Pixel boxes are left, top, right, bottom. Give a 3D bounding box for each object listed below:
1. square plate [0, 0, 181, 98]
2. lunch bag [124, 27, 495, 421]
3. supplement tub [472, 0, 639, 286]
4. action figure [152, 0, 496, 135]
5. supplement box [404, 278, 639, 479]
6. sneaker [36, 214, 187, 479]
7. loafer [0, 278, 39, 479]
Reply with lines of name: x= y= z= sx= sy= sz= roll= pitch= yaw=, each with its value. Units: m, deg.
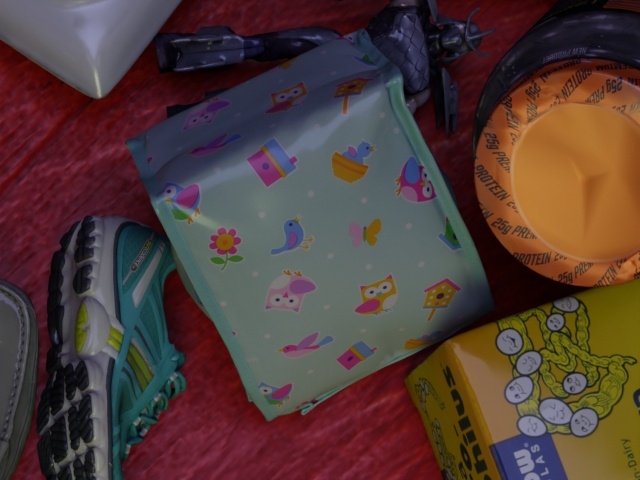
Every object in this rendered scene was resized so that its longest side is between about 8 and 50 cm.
square plate: x=-0.225 y=-0.339 z=1.586 sx=0.347 sy=0.049 sz=0.344 roll=32 pitch=73 yaw=11
lunch bag: x=0.000 y=0.000 z=1.479 sx=0.223 sy=0.160 sz=0.262 roll=-27 pitch=120 yaw=-3
supplement tub: x=0.240 y=-0.098 z=1.452 sx=0.207 sy=0.338 sz=0.207 roll=8 pitch=112 yaw=19
action figure: x=0.009 y=-0.145 z=1.566 sx=0.285 sy=0.099 sz=0.185 roll=-12 pitch=96 yaw=-2
supplement box: x=0.276 y=0.127 z=1.490 sx=0.357 sy=0.195 sz=0.194 roll=-19 pitch=79 yaw=-11
sneaker: x=-0.155 y=0.112 z=1.482 sx=0.110 sy=0.107 sz=0.275 roll=13 pitch=70 yaw=-28
loafer: x=-0.292 y=0.176 z=1.444 sx=0.112 sy=0.111 sz=0.319 roll=15 pitch=75 yaw=-4
